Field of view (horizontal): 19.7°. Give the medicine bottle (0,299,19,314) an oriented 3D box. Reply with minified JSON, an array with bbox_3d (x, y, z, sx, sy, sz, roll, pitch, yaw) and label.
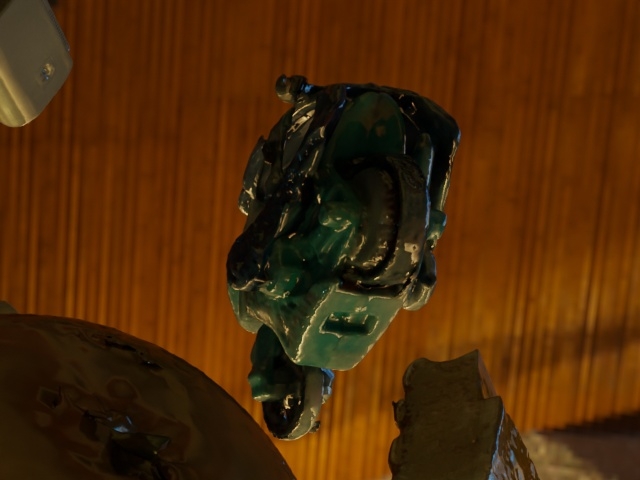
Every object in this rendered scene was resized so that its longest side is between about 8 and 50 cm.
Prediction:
[{"bbox_3d":[-0.382,0.181,1.336,0.371,0.211,0.211,-16,-157,-22],"label":"medicine bottle"}]

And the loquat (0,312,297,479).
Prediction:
[{"bbox_3d":[-0.120,0.154,0.696,0.263,0.263,0.263,4,-164,-1],"label":"loquat"}]

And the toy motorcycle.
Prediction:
[{"bbox_3d":[0.000,0.000,1.321,0.154,0.260,0.206,5,-135,-27],"label":"toy motorcycle"}]

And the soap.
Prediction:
[{"bbox_3d":[0.169,0.291,1.901,0.143,0.281,0.259,-19,-151,16],"label":"soap"}]

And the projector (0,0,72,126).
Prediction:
[{"bbox_3d":[-0.370,-0.239,1.752,0.250,0.108,0.198,33,167,16],"label":"projector"}]
